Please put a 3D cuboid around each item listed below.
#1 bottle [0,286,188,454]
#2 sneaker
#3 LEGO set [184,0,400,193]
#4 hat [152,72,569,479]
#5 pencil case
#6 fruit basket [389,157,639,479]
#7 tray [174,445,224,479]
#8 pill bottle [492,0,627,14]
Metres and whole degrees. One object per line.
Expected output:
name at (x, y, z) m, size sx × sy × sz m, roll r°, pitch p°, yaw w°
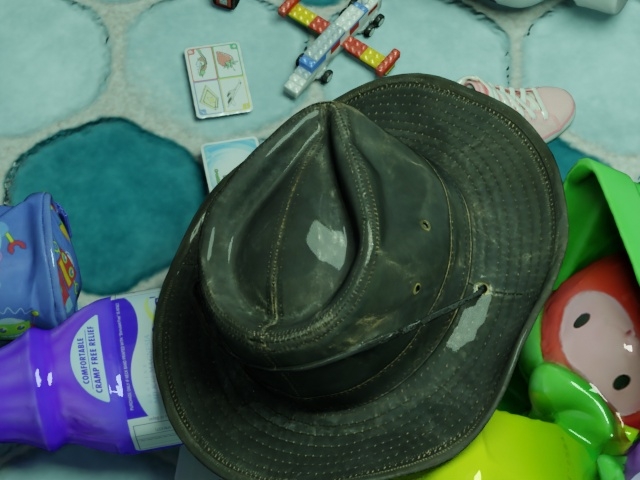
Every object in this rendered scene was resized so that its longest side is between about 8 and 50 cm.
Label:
bottle at (-0.137, 0.098, 1.388) m, size 0.283 × 0.092 × 0.118 m, roll -9°, pitch 65°, yaw -2°
sneaker at (0.151, -0.108, 1.547) m, size 0.134 × 0.070 × 0.051 m, roll -16°, pitch 58°, yaw -9°
LEGO set at (-0.019, -0.138, 1.579) m, size 0.182 × 0.060 × 0.244 m, roll -8°, pitch 59°, yaw -7°
hat at (0.000, 0.000, 1.264) m, size 0.331 × 0.134 × 0.331 m, roll -14°, pitch 54°, yaw 21°
pencil case at (-0.339, 0.024, 1.457) m, size 0.306 × 0.119 × 0.133 m, roll -3°, pitch 56°, yaw 0°
fruit basket at (0.166, 0.159, 1.272) m, size 0.392 × 0.283 × 0.392 m, roll 10°, pitch 45°, yaw -10°
tray at (-0.045, 0.237, 1.373) m, size 0.145 × 0.030 × 0.270 m, roll 6°, pitch 60°, yaw 4°
pill bottle at (0.133, -0.299, 1.602) m, size 0.301 × 0.169 × 0.169 m, roll 20°, pitch 62°, yaw 14°
